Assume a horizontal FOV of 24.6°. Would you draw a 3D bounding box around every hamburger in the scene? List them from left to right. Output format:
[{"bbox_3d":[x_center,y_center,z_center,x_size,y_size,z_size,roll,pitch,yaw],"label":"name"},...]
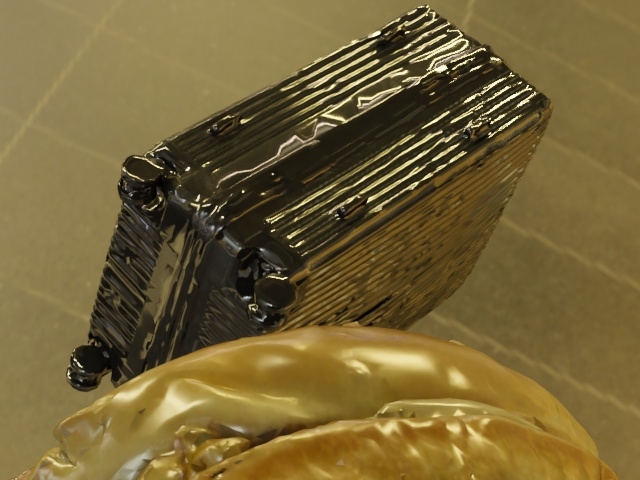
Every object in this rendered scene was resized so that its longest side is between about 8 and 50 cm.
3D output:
[{"bbox_3d":[-0.017,0.176,0.612,0.284,0.304,0.174,11,31,-39],"label":"hamburger"}]

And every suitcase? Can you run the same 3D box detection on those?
[{"bbox_3d":[0.000,0.000,1.045,0.152,0.230,0.335,42,48,18],"label":"suitcase"}]

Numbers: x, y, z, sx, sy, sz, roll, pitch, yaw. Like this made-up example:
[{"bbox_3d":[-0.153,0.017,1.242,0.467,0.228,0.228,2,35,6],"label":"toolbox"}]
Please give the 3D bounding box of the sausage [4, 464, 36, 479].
[{"bbox_3d":[-0.212,0.200,1.227,0.304,0.078,0.078,-29,60,-21],"label":"sausage"}]
